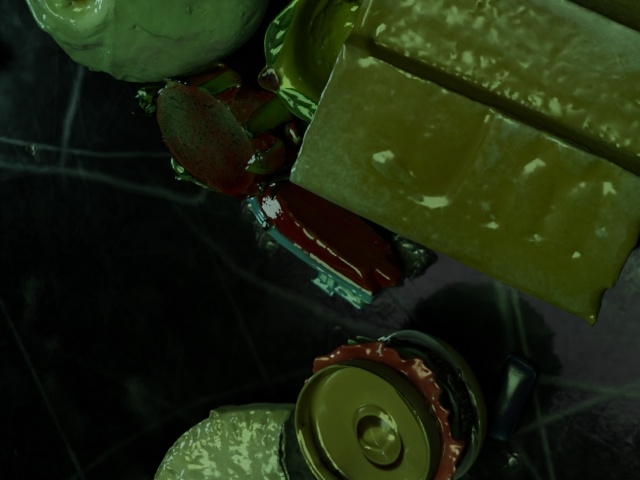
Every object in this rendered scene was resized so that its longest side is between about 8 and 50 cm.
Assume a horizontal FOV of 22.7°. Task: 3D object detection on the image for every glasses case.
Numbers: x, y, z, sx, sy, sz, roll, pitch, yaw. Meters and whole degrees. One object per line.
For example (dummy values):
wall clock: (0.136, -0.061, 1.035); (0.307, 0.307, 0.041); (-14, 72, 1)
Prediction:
glasses case: (0.169, 0.145, 1.447); (0.033, 0.023, 0.083); (29, 117, 23)

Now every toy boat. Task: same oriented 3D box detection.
toy boat: (0.000, 0.000, 1.483); (0.173, 0.069, 0.059); (38, 136, 14)

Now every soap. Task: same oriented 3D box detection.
soap: (0.149, -0.106, 1.283); (0.281, 0.143, 0.259); (24, 115, 4)

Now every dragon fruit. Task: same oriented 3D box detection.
dragon fruit: (-0.071, -0.096, 1.458); (0.138, 0.175, 0.142); (-38, 65, 61)

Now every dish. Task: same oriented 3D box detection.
dish: (0.048, -0.176, 1.391); (0.207, 0.080, 0.149); (-13, 107, 21)

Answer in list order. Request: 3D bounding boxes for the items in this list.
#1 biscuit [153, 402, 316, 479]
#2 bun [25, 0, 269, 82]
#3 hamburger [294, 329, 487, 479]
biscuit: (-0.088, 0.300, 1.591); (0.179, 0.084, 0.281); (-2, 102, 19)
bun: (-0.188, -0.276, 1.454); (0.283, 0.179, 0.283); (8, 105, 30)
hamburger: (0.071, 0.159, 1.441); (0.175, 0.137, 0.175); (11, 109, 34)
